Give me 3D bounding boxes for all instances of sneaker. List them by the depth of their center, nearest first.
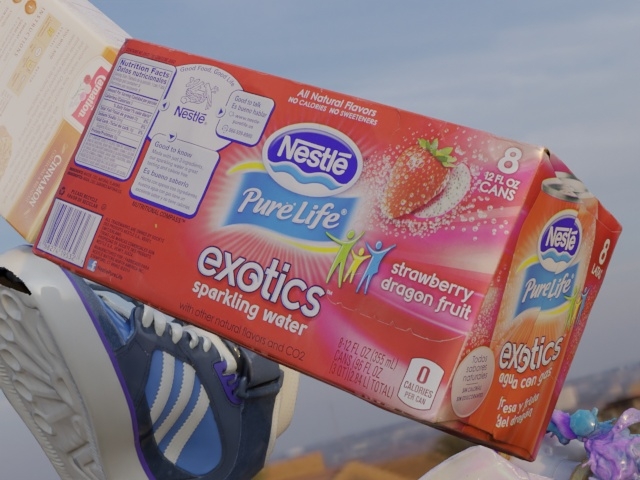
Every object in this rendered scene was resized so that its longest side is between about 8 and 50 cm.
[{"bbox_3d":[-0.120,0.080,0.986,0.130,0.323,0.236,16,47,37],"label":"sneaker"}]

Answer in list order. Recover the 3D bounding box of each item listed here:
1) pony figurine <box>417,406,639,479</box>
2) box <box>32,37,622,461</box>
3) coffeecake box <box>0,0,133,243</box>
[{"bbox_3d":[0.229,0.282,1.068,0.363,0.303,0.351,16,49,39],"label":"pony figurine"},{"bbox_3d":[0.000,0.000,0.616,0.256,0.128,0.122,19,-6,34],"label":"box"},{"bbox_3d":[-0.205,-0.106,0.872,0.142,0.185,0.068,-56,-26,14],"label":"coffeecake box"}]
